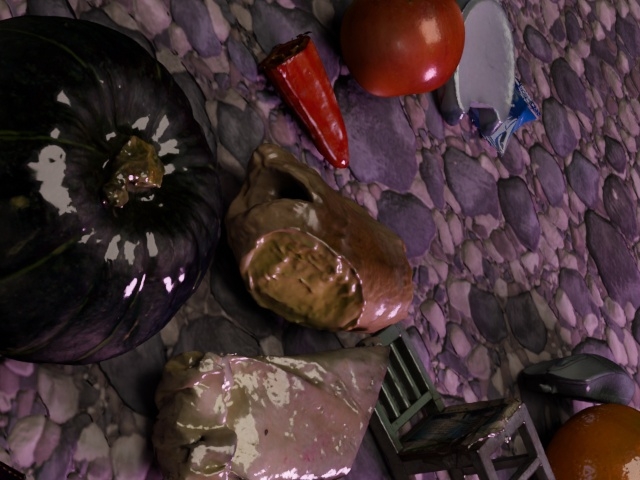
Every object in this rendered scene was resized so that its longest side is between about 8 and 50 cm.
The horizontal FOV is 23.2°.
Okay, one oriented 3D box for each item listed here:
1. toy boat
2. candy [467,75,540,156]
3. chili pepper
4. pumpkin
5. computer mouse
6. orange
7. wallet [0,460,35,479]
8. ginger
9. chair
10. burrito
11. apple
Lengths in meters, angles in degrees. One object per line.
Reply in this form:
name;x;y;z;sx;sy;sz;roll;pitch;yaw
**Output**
toy boat;0.210;-0.253;2.218;0.134;0.079;0.208;8;78;-37
candy;0.270;-0.187;2.284;0.136;0.038;0.088;-46;109;-40
chili pepper;-0.006;-0.160;1.902;0.169;0.065;0.088;62;39;-19
pumpkin;-0.240;-0.044;1.398;0.323;0.241;0.323;34;45;-44
computer mouse;0.366;0.190;2.192;0.229;0.113;0.068;16;78;-52
orange;0.409;0.342;2.128;0.240;0.171;0.240;23;59;-46
wallet;-0.261;0.334;1.366;0.221;0.071;0.262;36;43;-37
ginger;0.000;0.000;1.791;0.276;0.130;0.221;52;30;-22
chair;0.162;0.228;1.883;0.136;0.147;0.270;-32;103;-52
burrito;-0.048;0.198;1.666;0.347;0.107;0.175;0;91;-50
apple;0.106;-0.257;2.005;0.163;0.163;0.139;-24;105;-53
